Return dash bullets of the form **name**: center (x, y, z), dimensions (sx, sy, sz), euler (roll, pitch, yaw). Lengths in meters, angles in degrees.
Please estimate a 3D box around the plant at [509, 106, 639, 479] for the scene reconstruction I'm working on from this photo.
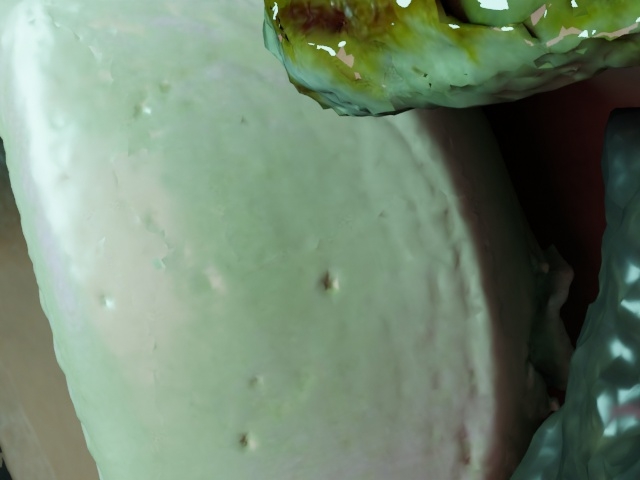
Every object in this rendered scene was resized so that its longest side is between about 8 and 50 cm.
- **plant**: center (0.148, 0.051, 0.437), dimensions (0.213, 0.312, 0.215), euler (28, 118, 29)

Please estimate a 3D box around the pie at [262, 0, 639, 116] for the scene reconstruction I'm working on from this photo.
- **pie**: center (0.094, -0.127, 0.475), dimensions (0.274, 0.257, 0.105), euler (-29, 122, 13)

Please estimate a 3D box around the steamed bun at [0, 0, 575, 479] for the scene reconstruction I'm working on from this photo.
- **steamed bun**: center (0.000, 0.000, 0.618), dimensions (0.152, 0.170, 0.239), euler (-14, 95, 11)
